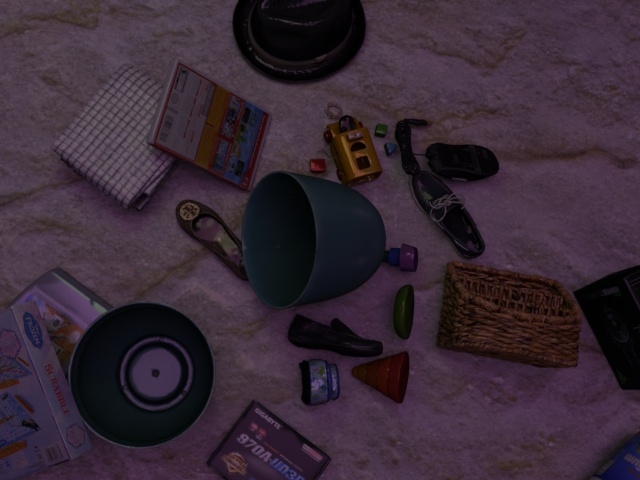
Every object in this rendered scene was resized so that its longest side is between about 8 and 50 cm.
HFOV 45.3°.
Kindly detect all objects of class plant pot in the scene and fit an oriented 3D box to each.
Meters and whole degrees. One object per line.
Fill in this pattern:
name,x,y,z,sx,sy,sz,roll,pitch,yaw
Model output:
plant pot,0.000,0.000,1.690,0.235,0.293,0.293,1,78,-37
plant pot,-0.362,0.283,1.628,0.292,0.196,0.293,1,80,-3

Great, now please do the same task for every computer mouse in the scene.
computer mouse,0.298,-0.217,1.880,0.261,0.060,0.184,-1,55,-18

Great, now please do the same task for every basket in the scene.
basket,0.435,0.158,1.743,0.299,0.213,0.223,12,79,-5

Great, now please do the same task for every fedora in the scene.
fedora,-0.045,-0.548,1.850,0.333,0.152,0.334,1,79,-7

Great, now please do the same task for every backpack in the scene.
backpack,0.000,0.314,1.710,0.084,0.114,0.105,-3,79,-7

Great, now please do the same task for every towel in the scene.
towel,-0.433,-0.230,1.762,0.235,0.121,0.284,35,76,-1

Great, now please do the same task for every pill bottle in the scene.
pill bottle,0.697,0.565,1.730,0.272,0.152,0.152,-38,86,-13

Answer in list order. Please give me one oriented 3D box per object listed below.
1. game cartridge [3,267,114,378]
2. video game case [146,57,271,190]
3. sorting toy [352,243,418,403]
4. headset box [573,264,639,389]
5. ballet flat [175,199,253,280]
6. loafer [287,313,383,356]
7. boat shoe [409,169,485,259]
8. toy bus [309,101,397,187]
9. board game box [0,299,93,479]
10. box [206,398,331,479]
game cartridge,-0.615,0.217,1.686,0.198,0.062,0.297,36,77,-3
video game case,-0.247,-0.258,1.750,0.285,0.025,0.204,25,74,-40
sorting toy,0.146,0.185,1.773,0.126,0.127,0.366,3,80,18
headset box,0.746,0.205,1.758,0.131,0.246,0.283,-24,84,-11
ballet flat,-0.236,-0.004,1.771,0.084,0.058,0.250,-43,87,-13
loafer,0.035,0.213,1.730,0.223,0.076,0.078,9,70,18
boat shoe,0.305,-0.066,1.839,0.095,0.079,0.255,-30,84,-9
toy bus,0.076,-0.229,1.829,0.202,0.104,0.191,27,77,-2
board game box,-0.644,0.322,1.555,0.318,0.066,0.318,-23,87,27
box,-0.114,0.487,1.696,0.220,0.051,0.175,37,77,2
